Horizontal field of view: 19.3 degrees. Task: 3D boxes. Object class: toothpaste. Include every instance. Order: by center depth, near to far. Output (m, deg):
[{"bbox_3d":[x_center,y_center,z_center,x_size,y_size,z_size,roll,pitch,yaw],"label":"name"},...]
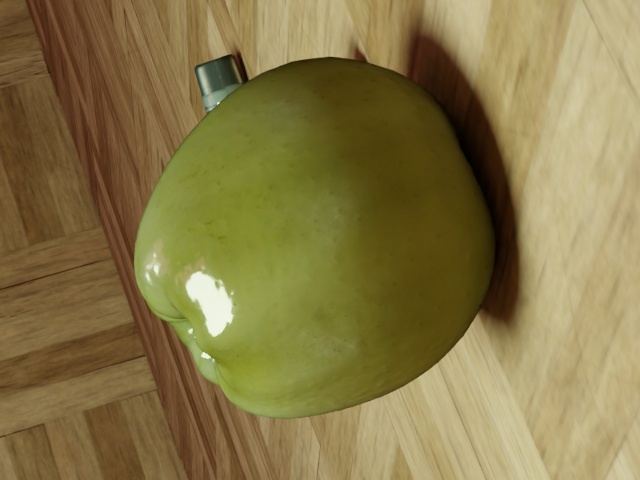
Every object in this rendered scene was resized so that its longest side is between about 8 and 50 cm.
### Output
[{"bbox_3d":[-0.052,-0.038,1.580,0.062,0.039,0.239,163,88,-83],"label":"toothpaste"}]

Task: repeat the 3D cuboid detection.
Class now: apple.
[{"bbox_3d":[0.000,0.000,1.023,0.200,0.200,0.200,164,90,-79],"label":"apple"}]

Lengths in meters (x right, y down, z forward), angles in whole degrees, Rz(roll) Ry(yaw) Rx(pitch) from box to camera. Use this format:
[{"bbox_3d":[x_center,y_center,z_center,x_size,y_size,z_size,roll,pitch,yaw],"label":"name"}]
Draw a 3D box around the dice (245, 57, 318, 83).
[{"bbox_3d":[-0.003,-0.051,1.171,0.091,0.093,0.094,85,165,-44],"label":"dice"}]
